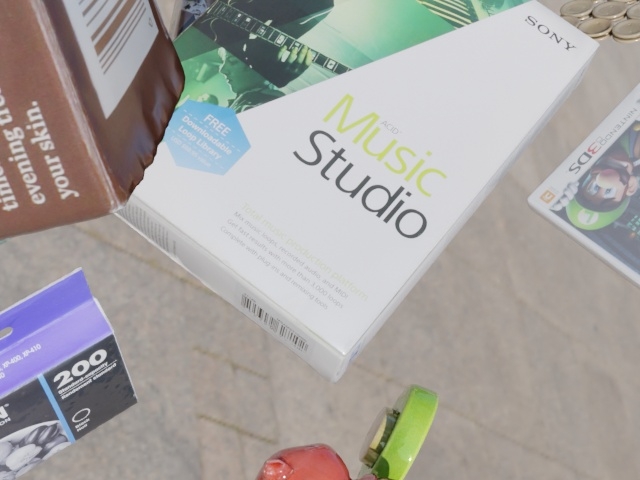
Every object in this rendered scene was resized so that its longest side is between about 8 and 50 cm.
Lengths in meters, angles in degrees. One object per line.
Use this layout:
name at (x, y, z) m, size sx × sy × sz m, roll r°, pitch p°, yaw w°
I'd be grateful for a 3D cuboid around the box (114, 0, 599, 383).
box at (0.016, -0.091, 0.884) m, size 0.232 × 0.058 × 0.322 m, roll 36°, pitch 63°, yaw 9°

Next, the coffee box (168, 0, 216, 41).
coffee box at (-0.066, -0.292, 1.390) m, size 0.119 × 0.168 × 0.297 m, roll 174°, pitch -73°, yaw -77°

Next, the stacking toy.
stacking toy at (-0.014, 0.261, 1.235) m, size 0.130 × 0.309 × 0.279 m, roll 29°, pitch 38°, yaw 0°

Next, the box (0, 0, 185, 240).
box at (-0.261, -0.078, 0.463) m, size 0.143 × 0.381 × 0.191 m, roll -83°, pitch 159°, yaw -63°

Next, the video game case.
video game case at (0.301, -0.044, 1.087) m, size 0.190 × 0.173 × 0.022 m, roll 42°, pitch -4°, yaw 37°

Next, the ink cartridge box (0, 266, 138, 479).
ink cartridge box at (-0.271, 0.138, 1.120) m, size 0.045 × 0.206 × 0.208 m, roll 51°, pitch -18°, yaw 29°

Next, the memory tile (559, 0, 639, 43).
memory tile at (0.314, -0.231, 1.298) m, size 0.113 × 0.148 × 0.012 m, roll -48°, pitch 135°, yaw -39°

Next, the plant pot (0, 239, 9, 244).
plant pot at (-0.381, -0.160, 1.363) m, size 0.195 × 0.290 × 0.290 m, roll 40°, pitch 39°, yaw -34°
